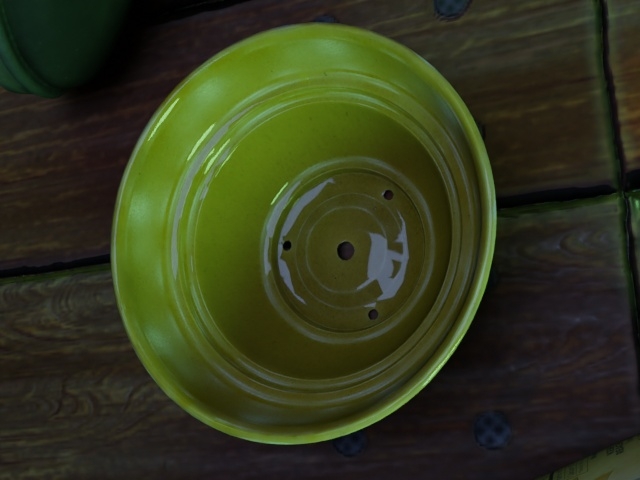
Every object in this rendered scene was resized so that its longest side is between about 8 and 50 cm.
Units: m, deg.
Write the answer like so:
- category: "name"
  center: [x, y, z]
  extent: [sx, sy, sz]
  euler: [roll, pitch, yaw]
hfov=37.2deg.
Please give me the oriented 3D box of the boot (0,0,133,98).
- category: "boot"
  center: [0.018, -0.227, 0.518]
  extent: [0.445, 0.146, 0.367]
  euler: [6, 126, 6]

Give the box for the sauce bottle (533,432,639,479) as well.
- category: "sauce bottle"
  center: [0.063, 0.194, 0.451]
  extent: [0.344, 0.111, 0.111]
  euler: [-31, 70, 17]

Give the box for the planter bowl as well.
- category: "planter bowl"
  center: [0.000, 0.000, 0.522]
  extent: [0.217, 0.090, 0.217]
  euler: [-5, 79, 24]
